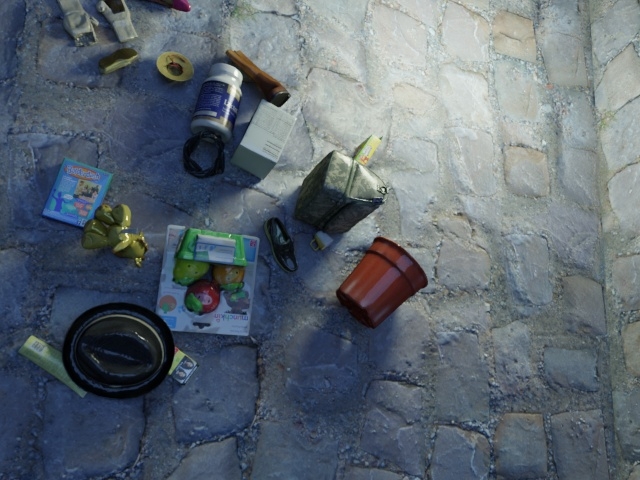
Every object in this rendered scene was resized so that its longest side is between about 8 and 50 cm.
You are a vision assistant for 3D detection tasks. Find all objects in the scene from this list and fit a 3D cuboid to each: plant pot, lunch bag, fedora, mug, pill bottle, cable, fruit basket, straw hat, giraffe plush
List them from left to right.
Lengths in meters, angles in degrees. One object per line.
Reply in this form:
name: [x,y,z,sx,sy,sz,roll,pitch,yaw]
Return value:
fedora: [-0.612,0.337,1.575,0.334,0.152,0.334,3,81,-18]
giraffe plush: [-0.646,-0.003,1.702,0.210,0.170,0.181,17,66,21]
straw hat: [-0.546,-0.629,1.932,0.144,0.061,0.144,14,56,-21]
cable: [-0.423,-0.317,1.875,0.150,0.047,0.184,-3,123,-10]
fruit basket: [-0.380,0.139,1.770,0.327,0.165,0.353,9,78,-20]
pill bottle: [-0.378,-0.508,1.921,0.153,0.153,0.265,16,73,-18]
mug: [0.003,-0.002,2.011,0.078,0.062,0.064,-32,83,-31]
lunch bag: [0.079,-0.163,1.940,0.256,0.305,0.213,22,59,-18]
plant pot: [0.217,0.172,1.959,0.265,0.272,0.272,-44,96,-16]

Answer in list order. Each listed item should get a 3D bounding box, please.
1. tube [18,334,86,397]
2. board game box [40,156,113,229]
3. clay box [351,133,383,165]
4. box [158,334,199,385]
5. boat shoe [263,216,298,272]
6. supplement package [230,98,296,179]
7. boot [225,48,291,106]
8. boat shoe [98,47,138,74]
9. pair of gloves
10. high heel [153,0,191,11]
tube: [-0.809,0.385,1.602,0.240,0.062,0.070,38,109,-15]
board game box: [-0.807,-0.151,1.725,0.160,0.047,0.210,19,73,-17]
clay box: [0.164,-0.342,2.114,0.053,0.127,0.222,37,67,-11]
box: [-0.518,0.378,1.714,0.232,0.058,0.087,40,69,-8]
boat shoe: [-0.143,0.016,1.939,0.080,0.073,0.223,-23,87,-25]
supplement package: [-0.216,-0.371,1.932,0.149,0.194,0.203,27,69,-14]
boot: [-0.240,-0.629,1.964,0.280,0.096,0.264,43,22,-9]
boat shoe: [-0.732,-0.648,1.876,0.056,0.048,0.153,43,59,6]
pair of gloves: [-0.810,-0.811,1.878,0.240,0.042,0.204,-18,85,-24]
high heel: [-0.616,-0.913,1.950,0.244,0.082,0.117,32,59,-7]
